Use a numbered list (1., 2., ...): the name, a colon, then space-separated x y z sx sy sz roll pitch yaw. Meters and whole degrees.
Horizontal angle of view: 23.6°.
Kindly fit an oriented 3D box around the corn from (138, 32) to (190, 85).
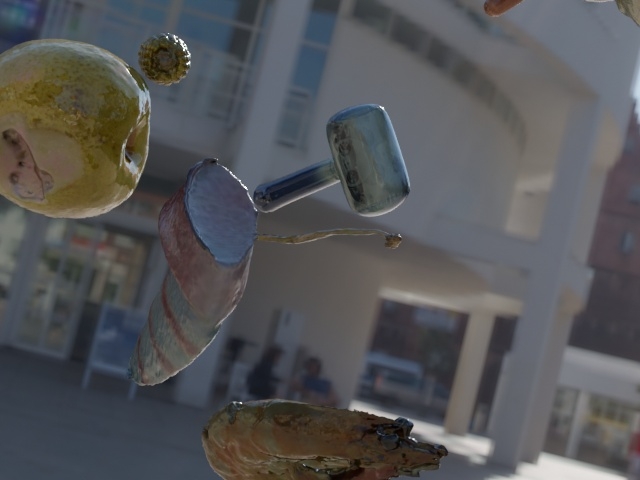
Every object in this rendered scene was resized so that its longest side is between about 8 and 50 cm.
1. corn: -0.240 -0.282 2.335 0.080 0.080 0.231 15 9 -10

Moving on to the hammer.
1. hammer: 0.002 -0.066 1.613 0.194 0.116 0.069 -20 -3 36

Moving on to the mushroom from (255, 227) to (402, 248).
1. mushroom: 0.000 -0.006 2.251 0.286 0.028 0.026 2 6 36

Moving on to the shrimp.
1. shrimp: 0.005 0.226 1.578 0.294 0.062 0.154 -5 -57 37

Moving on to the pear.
1. pear: -0.371 -0.160 2.161 0.271 0.271 0.271 14 -5 1

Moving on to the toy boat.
1. toy boat: -0.153 0.070 1.598 0.096 0.206 0.282 13 -49 -25

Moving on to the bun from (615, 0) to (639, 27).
1. bun: 0.399 -0.371 1.499 0.211 0.359 0.360 43 -21 -32

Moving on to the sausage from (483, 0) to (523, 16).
1. sausage: 0.271 -0.350 2.187 0.034 0.083 0.034 54 -8 11
